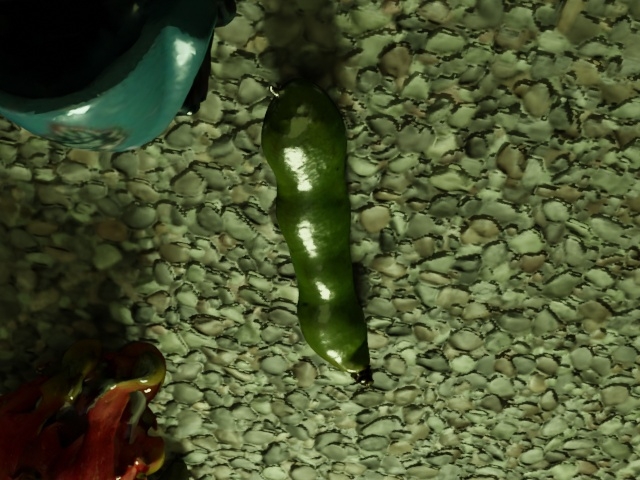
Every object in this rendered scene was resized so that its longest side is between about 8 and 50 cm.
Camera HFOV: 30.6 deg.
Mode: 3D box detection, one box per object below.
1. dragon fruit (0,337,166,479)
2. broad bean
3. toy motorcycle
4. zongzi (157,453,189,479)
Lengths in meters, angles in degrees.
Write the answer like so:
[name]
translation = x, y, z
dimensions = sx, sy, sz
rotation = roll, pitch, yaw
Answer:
[dragon fruit]
translation = -0.179, 0.143, 0.849
dimensions = 0.207, 0.150, 0.133
rotation = -44, 83, 25
[broad bean]
translation = -0.001, -0.001, 0.776
dimensions = 0.052, 0.052, 0.256
rotation = -30, 132, -23
[toy motorcycle]
translation = -0.115, -0.208, 0.504
dimensions = 0.172, 0.232, 0.416
rotation = -4, 127, 9
[zongzi]
translation = -0.214, 0.305, 1.001
dimensions = 0.250, 0.275, 0.125
rotation = 3, 178, 36
